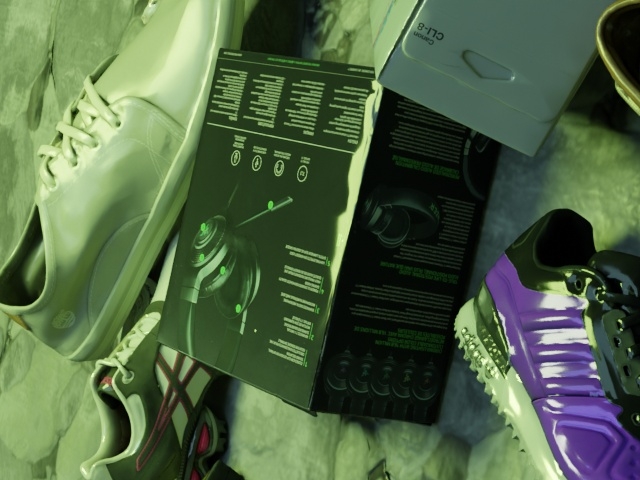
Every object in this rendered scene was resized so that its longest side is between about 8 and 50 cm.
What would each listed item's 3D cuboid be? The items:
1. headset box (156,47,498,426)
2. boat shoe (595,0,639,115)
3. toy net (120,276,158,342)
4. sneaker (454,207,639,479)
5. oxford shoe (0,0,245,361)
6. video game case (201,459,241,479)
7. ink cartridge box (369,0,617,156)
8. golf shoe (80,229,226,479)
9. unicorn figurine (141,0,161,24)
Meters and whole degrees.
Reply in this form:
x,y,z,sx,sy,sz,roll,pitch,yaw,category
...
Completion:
x,y,z,sx,sy,sz,roll,pitch,yaw,category
0.000,0.000,1.268,0.246,0.131,0.283,15,93,54,headset box
0.279,-0.068,0.909,0.324,0.119,0.123,36,110,52,boat shoe
-0.199,0.034,1.614,0.232,0.045,0.122,45,116,48,toy net
0.194,0.083,1.002,0.146,0.102,0.293,-60,39,23,sneaker
-0.195,-0.087,1.484,0.449,0.130,0.169,-63,26,17,oxford shoe
-0.173,0.341,1.334,0.248,0.035,0.275,-52,4,19,video game case
0.118,-0.164,1.096,0.127,0.128,0.176,-61,12,23,ink cartridge box
-0.146,0.109,1.455,0.105,0.120,0.273,-7,74,55,golf shoe
-0.143,-0.197,1.593,0.162,0.060,0.111,20,97,38,unicorn figurine
